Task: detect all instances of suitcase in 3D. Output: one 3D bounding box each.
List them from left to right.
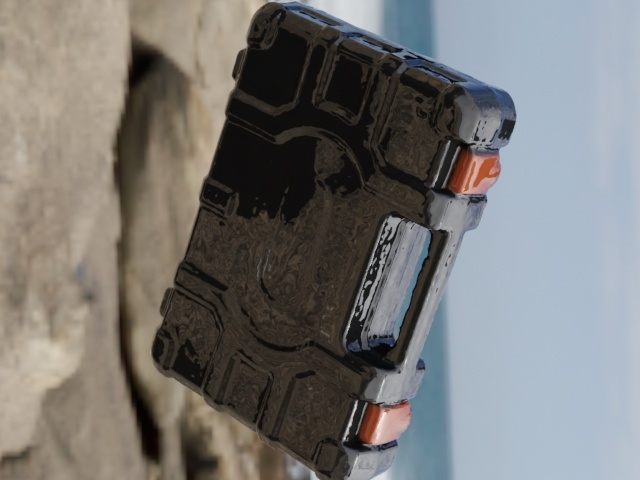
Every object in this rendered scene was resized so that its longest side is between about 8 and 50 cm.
[{"bbox_3d":[0.000,0.000,1.067,0.066,0.206,0.285,-2,115,-53],"label":"suitcase"}]
